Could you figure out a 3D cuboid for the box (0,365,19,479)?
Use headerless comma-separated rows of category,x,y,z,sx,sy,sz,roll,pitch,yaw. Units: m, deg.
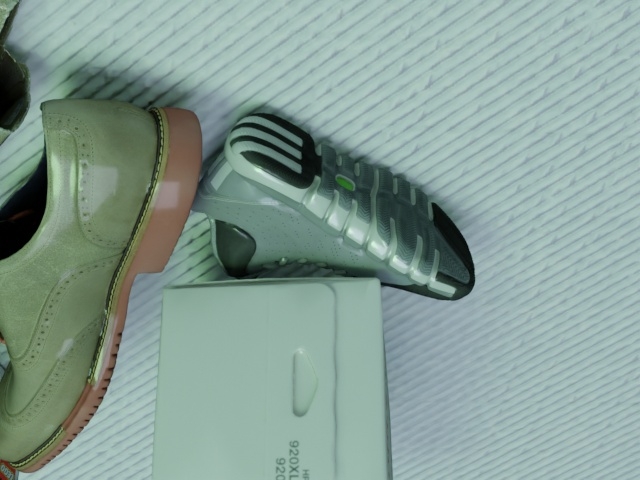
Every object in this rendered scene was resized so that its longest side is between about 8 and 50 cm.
box,-0.308,0.114,1.056,0.036,0.114,0.207,-18,131,12

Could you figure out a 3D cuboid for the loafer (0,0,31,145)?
loafer,-0.247,-0.082,0.884,0.092,0.102,0.268,13,131,-1

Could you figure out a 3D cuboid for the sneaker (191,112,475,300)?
sneaker,0.000,0.000,1.010,0.229,0.086,0.132,32,129,-19

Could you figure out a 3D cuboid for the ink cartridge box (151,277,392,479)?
ink cartridge box,-0.029,0.152,1.028,0.168,0.171,0.232,-2,153,3

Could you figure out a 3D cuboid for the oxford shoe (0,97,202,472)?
oxford shoe,-0.209,0.033,0.982,0.130,0.123,0.348,12,120,-26
